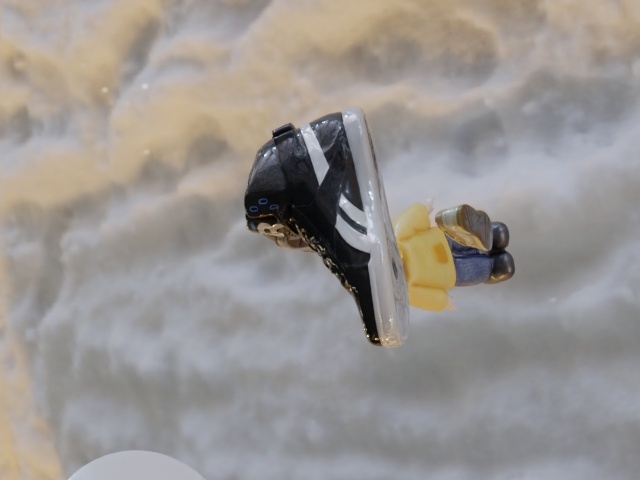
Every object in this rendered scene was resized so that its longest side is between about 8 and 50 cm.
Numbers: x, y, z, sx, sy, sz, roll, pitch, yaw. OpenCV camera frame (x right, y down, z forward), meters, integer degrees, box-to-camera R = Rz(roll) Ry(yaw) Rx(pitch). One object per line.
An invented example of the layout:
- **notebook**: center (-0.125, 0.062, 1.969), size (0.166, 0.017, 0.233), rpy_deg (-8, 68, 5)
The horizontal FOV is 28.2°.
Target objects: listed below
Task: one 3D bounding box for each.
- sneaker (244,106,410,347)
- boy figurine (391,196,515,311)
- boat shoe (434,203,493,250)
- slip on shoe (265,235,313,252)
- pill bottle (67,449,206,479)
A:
- **sneaker**: center (0.000, 0.000, 1.064), size (0.079, 0.121, 0.217), rpy_deg (54, -156, -61)
- **boy figurine**: center (0.161, 0.021, 1.925), size (0.092, 0.285, 0.177), rpy_deg (-13, 83, 51)
- **boat shoe**: center (0.191, -0.018, 1.683), size (0.045, 0.135, 0.050), rpy_deg (-3, 71, 27)
- **slip on shoe**: center (-0.005, -0.011, 1.200), size (0.041, 0.135, 0.051), rpy_deg (11, 99, 37)
- **pill bottle**: center (-0.163, 0.281, 0.980), size (0.162, 0.162, 0.278), rpy_deg (55, 147, 22)
